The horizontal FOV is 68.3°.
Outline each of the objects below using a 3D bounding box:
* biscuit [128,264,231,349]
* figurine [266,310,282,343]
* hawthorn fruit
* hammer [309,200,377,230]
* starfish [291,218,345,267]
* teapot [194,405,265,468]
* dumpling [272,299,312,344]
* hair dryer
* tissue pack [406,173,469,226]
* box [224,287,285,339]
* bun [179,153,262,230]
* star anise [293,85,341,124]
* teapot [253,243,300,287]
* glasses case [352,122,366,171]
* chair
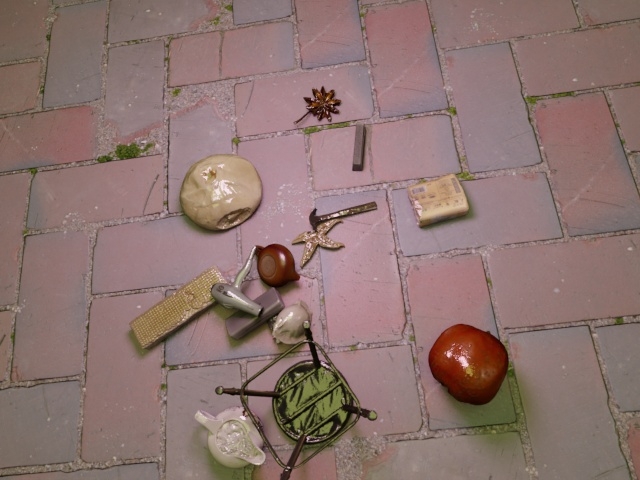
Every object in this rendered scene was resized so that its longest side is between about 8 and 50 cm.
[{"bbox_3d":[-0.564,0.273,1.928,0.426,0.078,0.144,-35,73,-5],"label":"biscuit"},{"bbox_3d":[-0.171,0.344,1.870,0.072,0.054,0.129,-25,69,16],"label":"figurine"},{"bbox_3d":[0.525,0.425,1.664,0.275,0.275,0.300,38,64,16],"label":"hawthorn fruit"},{"bbox_3d":[0.097,-0.117,1.999,0.298,0.027,0.125,-13,50,-2],"label":"hammer"},{"bbox_3d":[0.000,0.001,1.971,0.248,0.050,0.138,-26,71,-1],"label":"starfish"},{"bbox_3d":[-0.329,0.710,1.721,0.300,0.166,0.208,27,88,4],"label":"teapot"},{"bbox_3d":[-0.099,0.327,1.829,0.181,0.111,0.155,-41,106,-11],"label":"dumpling"},{"bbox_3d":[-0.274,0.180,1.843,0.267,0.092,0.229,-45,68,-7],"label":"hair dryer"},{"bbox_3d":[0.485,-0.168,1.952,0.223,0.090,0.186,-16,68,0],"label":"tissue pack"},{"bbox_3d":[-0.261,0.291,1.871,0.244,0.055,0.103,-35,41,2],"label":"box"},{"bbox_3d":[-0.440,-0.228,2.019,0.365,0.202,0.363,-2,69,5],"label":"bun"},{"bbox_3d":[-0.022,-0.623,2.164,0.234,0.073,0.177,-7,78,-13],"label":"star anise"},{"bbox_3d":[-0.182,0.092,1.932,0.252,0.135,0.178,38,109,34],"label":"teapot"},{"bbox_3d":[0.170,-0.411,2.079,0.047,0.071,0.204,5,72,4],"label":"glasses case"},{"bbox_3d":[-0.056,0.551,1.602,0.365,0.410,0.361,-36,71,-6],"label":"chair"}]
